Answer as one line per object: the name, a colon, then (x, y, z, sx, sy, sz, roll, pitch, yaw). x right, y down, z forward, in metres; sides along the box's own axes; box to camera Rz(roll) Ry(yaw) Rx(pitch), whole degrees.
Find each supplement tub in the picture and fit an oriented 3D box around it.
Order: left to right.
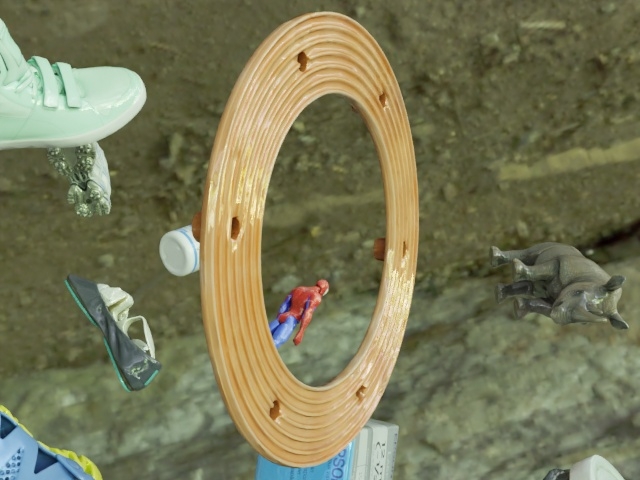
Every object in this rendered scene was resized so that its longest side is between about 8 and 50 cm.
supplement tub: (-0.184, 0.008, 1.423, 0.071, 0.071, 0.107, -28, 177, 43)

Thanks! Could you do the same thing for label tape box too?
label tape box: (0.020, 0.339, 1.131, 0.115, 0.249, 0.348, 5, 172, 20)

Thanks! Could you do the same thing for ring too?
ring: (0.000, 0.000, 0.704, 0.032, 0.336, 0.337, 4, 178, 26)

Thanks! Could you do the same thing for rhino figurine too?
rhino figurine: (0.252, 0.049, 0.968, 0.106, 0.073, 0.243, -2, -171, -2)

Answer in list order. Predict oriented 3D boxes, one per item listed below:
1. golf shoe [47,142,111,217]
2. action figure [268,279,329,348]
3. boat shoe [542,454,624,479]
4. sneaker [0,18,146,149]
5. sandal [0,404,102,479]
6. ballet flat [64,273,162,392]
golf shoe: (-0.338, -0.119, 1.324, 0.069, 0.086, 0.176, -2, 131, 2)
action figure: (-0.031, 0.073, 0.794, 0.038, 0.030, 0.115, 10, -131, 49)
boat shoe: (0.248, 0.299, 0.738, 0.091, 0.302, 0.114, -28, -169, 28)
sneaker: (-0.310, -0.180, 1.028, 0.256, 0.094, 0.151, -16, 147, -25)
sandal: (-0.361, 0.279, 1.092, 0.317, 0.126, 0.138, 35, 176, -39)
ballet flat: (-0.279, 0.114, 1.290, 0.074, 0.203, 0.074, -29, 156, -15)
